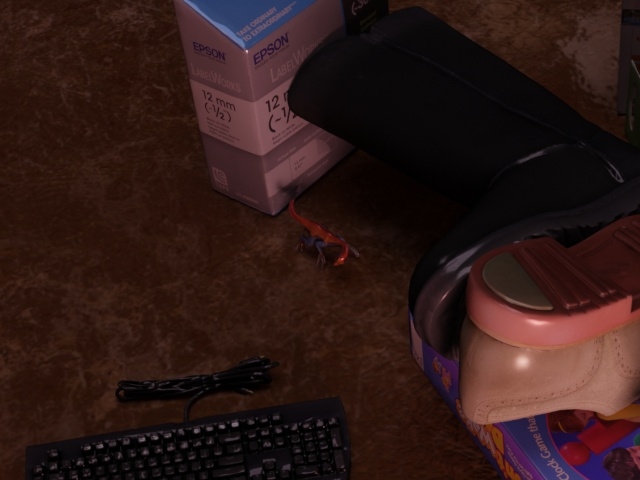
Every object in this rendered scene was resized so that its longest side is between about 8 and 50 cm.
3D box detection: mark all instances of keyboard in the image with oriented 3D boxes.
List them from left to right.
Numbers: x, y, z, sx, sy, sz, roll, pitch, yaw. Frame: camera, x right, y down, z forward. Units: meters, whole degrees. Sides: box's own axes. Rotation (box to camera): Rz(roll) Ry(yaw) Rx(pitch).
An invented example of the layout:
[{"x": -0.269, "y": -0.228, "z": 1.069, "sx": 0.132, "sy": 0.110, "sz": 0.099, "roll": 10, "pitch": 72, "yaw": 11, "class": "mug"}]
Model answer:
[{"x": -0.133, "y": 0.193, "z": 1.319, "sx": 0.317, "sy": 0.033, "sz": 0.201, "roll": -9, "pitch": 40, "yaw": -3, "class": "keyboard"}]

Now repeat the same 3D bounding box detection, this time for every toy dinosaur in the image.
[{"x": 0.000, "y": 0.000, "z": 1.500, "sx": 0.047, "sy": 0.090, "sz": 0.082, "roll": -48, "pitch": 21, "yaw": -19, "class": "toy dinosaur"}]

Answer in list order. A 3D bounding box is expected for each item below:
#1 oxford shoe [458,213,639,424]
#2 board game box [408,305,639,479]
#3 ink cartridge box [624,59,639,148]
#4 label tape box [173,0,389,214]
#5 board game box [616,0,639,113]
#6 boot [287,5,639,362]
[{"x": 0.281, "y": 0.072, "z": 1.206, "sx": 0.397, "sy": 0.147, "sz": 0.140, "roll": -5, "pitch": 33, "yaw": -28, "class": "oxford shoe"}, {"x": 0.265, "y": 0.149, "z": 1.273, "sx": 0.233, "sy": 0.078, "sz": 0.347, "roll": -20, "pitch": 42, "yaw": -15, "class": "board game box"}, {"x": 0.407, "y": -0.110, "z": 1.531, "sx": 0.062, "sy": 0.109, "sz": 0.209, "roll": -7, "pitch": 40, "yaw": 0, "class": "ink cartridge box"}, {"x": -0.035, "y": -0.241, "z": 1.567, "sx": 0.115, "sy": 0.348, "sz": 0.249, "roll": 26, "pitch": 51, "yaw": 32, "class": "label tape box"}, {"x": 0.472, "y": -0.288, "z": 1.579, "sx": 0.224, "sy": 0.303, "sz": 0.097, "roll": 6, "pitch": 42, "yaw": 15, "class": "board game box"}, {"x": 0.113, "y": -0.082, "z": 1.385, "sx": 0.367, "sy": 0.146, "sz": 0.445, "roll": -19, "pitch": 44, "yaw": -33, "class": "boot"}]
